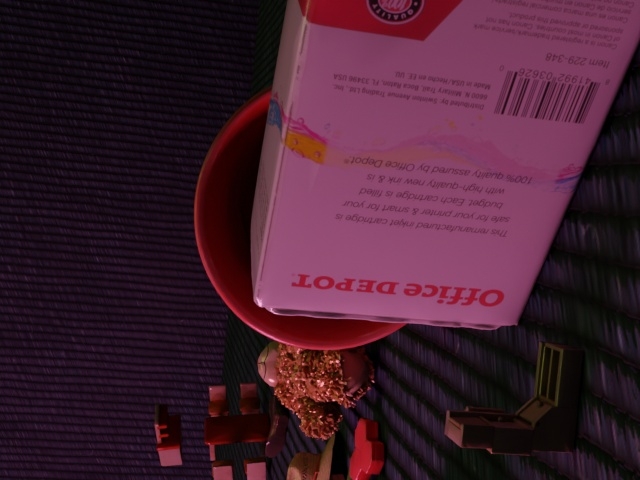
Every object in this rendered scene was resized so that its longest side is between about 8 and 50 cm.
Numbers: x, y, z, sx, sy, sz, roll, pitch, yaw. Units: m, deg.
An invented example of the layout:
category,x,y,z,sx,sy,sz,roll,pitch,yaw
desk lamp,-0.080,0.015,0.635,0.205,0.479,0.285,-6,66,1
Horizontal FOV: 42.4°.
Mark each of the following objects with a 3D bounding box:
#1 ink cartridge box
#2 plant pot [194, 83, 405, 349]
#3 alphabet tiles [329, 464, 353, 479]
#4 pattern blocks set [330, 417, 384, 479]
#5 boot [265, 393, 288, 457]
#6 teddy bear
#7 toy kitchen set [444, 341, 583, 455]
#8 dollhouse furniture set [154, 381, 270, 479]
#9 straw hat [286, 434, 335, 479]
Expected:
category,x,y,z,sx,sy,sz,roll,pitch,yaw
ink cartridge box,0.076,-0.092,0.617,0.131,0.226,0.306,-98,18,-52
plant pot,0.006,-0.032,0.918,0.243,0.275,0.274,-131,46,-87
alphabet tiles,0.033,0.450,1.101,0.284,0.021,0.277,-113,30,-67
pattern blocks set,0.039,0.409,0.988,0.324,0.026,0.285,-102,27,-56
boot,-0.097,0.386,1.744,0.114,0.037,0.106,-127,57,-69
teddy bear,-0.020,0.164,1.183,0.338,0.113,0.245,-177,71,-73
toy kitchen set,0.132,0.108,0.598,0.068,0.083,0.075,-167,82,-78
dollhouse furniture set,-0.245,0.439,1.901,0.262,0.259,0.135,-104,12,-55
straw hat,-0.019,0.352,1.237,0.144,0.061,0.144,-169,90,-90
